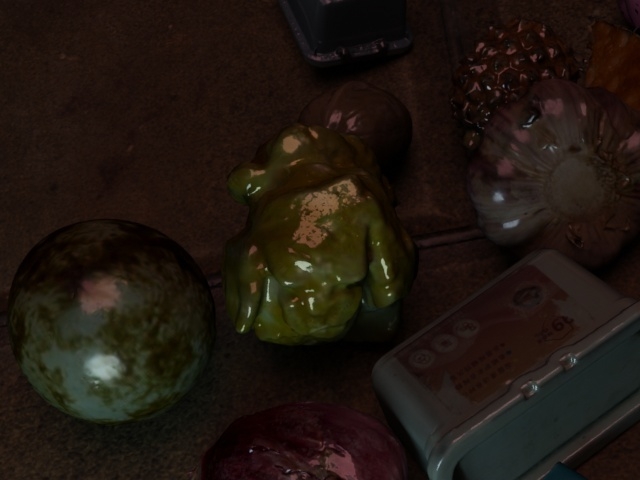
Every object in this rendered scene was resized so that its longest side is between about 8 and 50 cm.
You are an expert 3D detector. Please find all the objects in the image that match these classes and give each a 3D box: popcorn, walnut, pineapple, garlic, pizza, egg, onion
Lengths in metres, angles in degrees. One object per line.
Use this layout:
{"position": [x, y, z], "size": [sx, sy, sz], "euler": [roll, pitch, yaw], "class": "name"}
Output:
{"position": [-0.004, -0.005, 1.651], "size": [0.226, 0.276, 0.276], "euler": [9, 44, -33], "class": "popcorn"}
{"position": [0.044, -0.136, 1.820], "size": [0.140, 0.162, 0.140], "euler": [-2, 87, 31], "class": "walnut"}
{"position": [0.237, -0.182, 1.799], "size": [0.166, 0.166, 0.193], "euler": [27, 67, 28], "class": "pineapple"}
{"position": [0.291, -0.081, 1.695], "size": [0.245, 0.245, 0.160], "euler": [-16, 17, 2], "class": "garlic"}
{"position": [0.389, -0.208, 1.786], "size": [0.053, 0.201, 0.193], "euler": [17, 53, -29], "class": "pizza"}
{"position": [-0.250, 0.088, 1.678], "size": [0.238, 0.238, 0.289], "euler": [-34, 35, -11], "class": "egg"}
{"position": [-0.052, 0.274, 1.545], "size": [0.284, 0.120, 0.227], "euler": [7, 71, 34], "class": "onion"}

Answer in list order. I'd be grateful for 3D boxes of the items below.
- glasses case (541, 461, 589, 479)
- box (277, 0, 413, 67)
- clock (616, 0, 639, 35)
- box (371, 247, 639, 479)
{"position": [0.333, 0.356, 1.454], "size": [0.301, 0.070, 0.117], "euler": [32, 61, 32], "class": "glasses case"}
{"position": [0.028, -0.353, 1.986], "size": [0.162, 0.130, 0.227], "euler": [-12, 51, -14], "class": "box"}
{"position": [0.492, -0.346, 1.850], "size": [0.228, 0.090, 0.247], "euler": [-17, 55, 38], "class": "clock"}
{"position": [0.213, 0.152, 1.571], "size": [0.312, 0.175, 0.182], "euler": [-34, 46, -11], "class": "box"}
